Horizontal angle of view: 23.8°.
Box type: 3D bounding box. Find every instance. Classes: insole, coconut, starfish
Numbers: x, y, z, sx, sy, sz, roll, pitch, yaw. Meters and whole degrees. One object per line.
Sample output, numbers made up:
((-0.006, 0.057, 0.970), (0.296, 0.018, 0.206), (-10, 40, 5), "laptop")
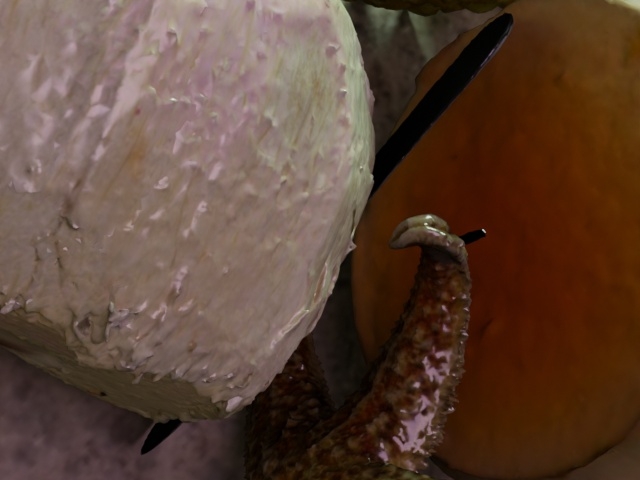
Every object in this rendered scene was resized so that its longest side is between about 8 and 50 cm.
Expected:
((0.000, 0.000, 0.840), (0.007, 0.109, 0.322), (39, 99, -10), "insole")
((-0.119, -0.067, 0.761), (0.297, 0.297, 0.255), (30, 75, -17), "coconut")
((0.012, 0.130, 0.783), (0.113, 0.312, 0.303), (32, 84, -38), "starfish")

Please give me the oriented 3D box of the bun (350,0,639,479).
((0.159, 0.009, 0.861), (0.164, 0.299, 0.299), (16, 72, -42), "bun")

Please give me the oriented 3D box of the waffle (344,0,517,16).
((0.076, -0.174, 0.897), (0.249, 0.253, 0.056), (6, 86, 3), "waffle")
